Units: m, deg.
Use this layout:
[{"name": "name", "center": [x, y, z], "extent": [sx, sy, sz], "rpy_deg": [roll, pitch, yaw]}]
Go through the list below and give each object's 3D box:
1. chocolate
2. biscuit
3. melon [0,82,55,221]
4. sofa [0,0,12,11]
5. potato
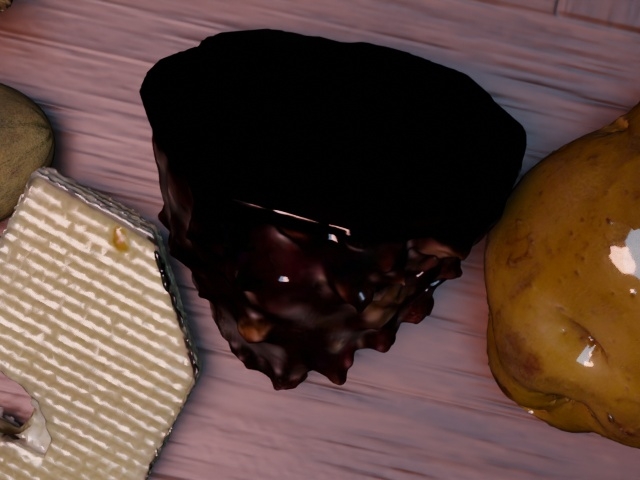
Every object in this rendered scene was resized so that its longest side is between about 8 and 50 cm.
[{"name": "chocolate", "center": [0.000, 0.000, 0.955], "extent": [0.206, 0.224, 0.177], "rpy_deg": [-9, 128, -28]}, {"name": "biscuit", "center": [-0.159, 0.092, 0.972], "extent": [0.147, 0.046, 0.250], "rpy_deg": [27, 104, -1]}, {"name": "melon", "center": [-0.223, -0.049, 0.974], "extent": [0.130, 0.098, 0.098], "rpy_deg": [-20, 90, -7]}, {"name": "sofa", "center": [-0.318, -0.208, 0.904], "extent": [0.200, 0.182, 0.258], "rpy_deg": [-25, 70, -1]}, {"name": "potato", "center": [0.265, -0.009, 0.951], "extent": [0.369, 0.176, 0.195], "rpy_deg": [-29, 62, -4]}]
